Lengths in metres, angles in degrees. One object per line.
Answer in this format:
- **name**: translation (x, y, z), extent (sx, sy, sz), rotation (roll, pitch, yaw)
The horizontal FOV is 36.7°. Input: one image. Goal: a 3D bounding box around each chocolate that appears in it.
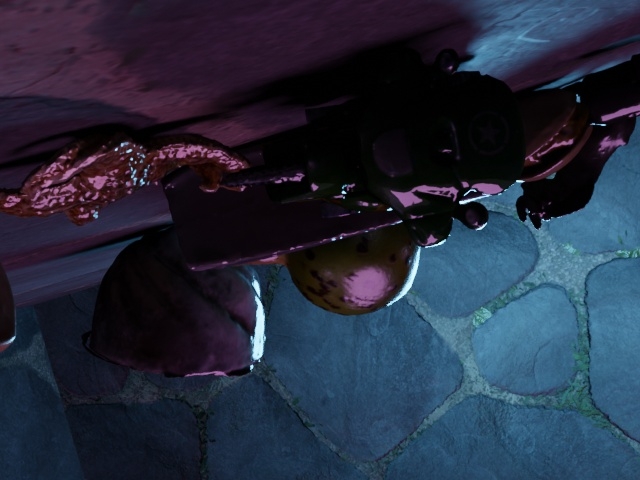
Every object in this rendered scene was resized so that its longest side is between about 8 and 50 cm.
- **chocolate**: translation (-0.228, 0.082, 1.576), extent (0.303, 0.213, 0.303), rotation (8, -170, -2)

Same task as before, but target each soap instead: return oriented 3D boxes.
- **soap**: translation (0.008, -0.052, 0.968), extent (0.285, 0.107, 0.296), rotation (-14, 179, 4)

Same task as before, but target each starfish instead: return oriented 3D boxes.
- **starfish**: translation (-0.143, -0.047, 0.632), extent (0.209, 0.053, 0.150), rotation (-12, 165, -28)

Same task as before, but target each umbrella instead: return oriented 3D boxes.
- **umbrella**: translation (0.405, -0.178, 0.900), extent (0.326, 0.090, 0.094), rotation (-17, -177, 20)

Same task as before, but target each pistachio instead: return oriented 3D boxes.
- **pistachio**: translation (0.245, -0.123, 1.126), extent (0.149, 0.113, 0.113), rotation (-23, 176, 29)

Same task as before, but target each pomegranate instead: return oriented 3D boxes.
- **pomegranate**: translation (0.009, 0.007, 1.452), extent (0.285, 0.231, 0.231), rotation (-6, -177, 21)

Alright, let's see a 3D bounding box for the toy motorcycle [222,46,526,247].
- **toy motorcycle**: translation (0.069, -0.067, 0.676), extent (0.187, 0.125, 0.274), rotation (-7, -173, 30)

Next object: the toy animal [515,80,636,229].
- **toy animal**: translation (0.324, -0.119, 1.175), extent (0.084, 0.148, 0.233), rotation (26, 116, -31)

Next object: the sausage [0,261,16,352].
- **sausage**: translation (-0.365, 0.068, 0.680), extent (0.304, 0.121, 0.121), rotation (-17, 179, 18)
